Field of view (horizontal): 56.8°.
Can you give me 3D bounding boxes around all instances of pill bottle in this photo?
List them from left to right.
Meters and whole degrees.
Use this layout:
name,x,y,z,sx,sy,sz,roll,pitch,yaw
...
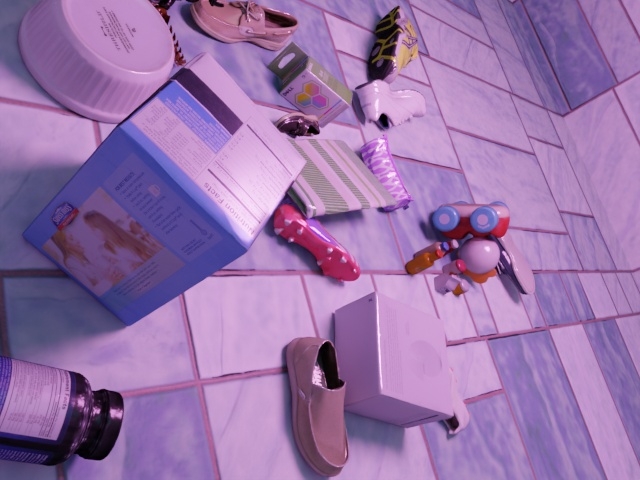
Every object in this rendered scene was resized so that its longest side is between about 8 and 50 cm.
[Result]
name,x,y,z,sx,sy,sz,roll,pitch,yaw
pill bottle,-0.377,0.221,0.764,0.219,0.122,0.123,25,50,-34

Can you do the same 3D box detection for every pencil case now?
name,x,y,z,sx,sy,sz,roll,pitch,yaw
pencil case,0.179,-0.179,1.614,0.086,0.088,0.206,-9,72,-50

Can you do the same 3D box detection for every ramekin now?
name,x,y,z,sx,sy,sz,roll,pitch,yaw
ramekin,-0.398,-0.365,1.102,0.273,0.127,0.273,25,50,-34

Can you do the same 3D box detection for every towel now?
name,x,y,z,sx,sy,sz,roll,pitch,yaw
towel,0.015,-0.156,1.417,0.324,0.038,0.248,-11,55,-50

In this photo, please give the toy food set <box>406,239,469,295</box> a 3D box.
name,x,y,z,sx,sy,sz,roll,pitch,yaw
toy food set,0.348,0.067,1.621,0.232,0.104,0.111,28,49,-32

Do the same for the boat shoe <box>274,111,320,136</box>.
name,x,y,z,sx,sy,sz,roll,pitch,yaw
boat shoe,-0.050,-0.283,1.466,0.152,0.056,0.049,-16,74,-49

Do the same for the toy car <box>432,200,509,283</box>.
name,x,y,z,sx,sy,sz,roll,pitch,yaw
toy car,0.443,0.010,1.734,0.219,0.210,0.238,-16,106,-63

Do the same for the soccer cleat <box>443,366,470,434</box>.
name,x,y,z,sx,sy,sz,roll,pitch,yaw
soccer cleat,0.296,0.366,1.416,0.076,0.068,0.196,-26,89,-47

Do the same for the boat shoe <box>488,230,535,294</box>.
name,x,y,z,sx,sy,sz,roll,pitch,yaw
boat shoe,0.597,0.065,1.901,0.095,0.079,0.255,-24,83,-48

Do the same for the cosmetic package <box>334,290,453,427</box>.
name,x,y,z,sx,sy,sz,roll,pitch,yaw
cosmetic package,0.153,0.262,1.274,0.224,0.138,0.224,27,50,-34

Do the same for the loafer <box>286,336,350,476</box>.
name,x,y,z,sx,sy,sz,roll,pitch,yaw
loafer,0.002,0.307,1.125,0.102,0.092,0.269,3,64,-45

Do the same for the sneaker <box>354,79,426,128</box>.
name,x,y,z,sx,sy,sz,roll,pitch,yaw
sneaker,0.217,-0.395,1.796,0.297,0.111,0.129,-2,84,-42

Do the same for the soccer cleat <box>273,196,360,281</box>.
name,x,y,z,sx,sy,sz,roll,pitch,yaw
soccer cleat,0.000,0.000,1.328,0.248,0.083,0.095,37,40,-21

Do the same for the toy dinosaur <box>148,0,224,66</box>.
name,x,y,z,sx,sy,sz,roll,pitch,yaw
toy dinosaur,-0.327,-0.549,1.262,0.164,0.218,0.322,-77,154,-57

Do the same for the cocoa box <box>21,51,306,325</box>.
name,x,y,z,sx,sy,sz,roll,pitch,yaw
cocoa box,-0.240,-0.063,0.906,0.231,0.347,0.228,45,42,-17

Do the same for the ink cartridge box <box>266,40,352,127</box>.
name,x,y,z,sx,sy,sz,roll,pitch,yaw
ink cartridge box,-0.030,-0.394,1.513,0.209,0.109,0.062,35,45,-26

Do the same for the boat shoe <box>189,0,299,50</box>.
name,x,y,z,sx,sy,sz,roll,pitch,yaw
boat shoe,-0.181,-0.549,1.461,0.302,0.098,0.109,-3,69,-47

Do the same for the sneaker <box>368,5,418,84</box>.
name,x,y,z,sx,sy,sz,roll,pitch,yaw
sneaker,0.258,-0.621,1.927,0.147,0.145,0.385,37,46,-23
